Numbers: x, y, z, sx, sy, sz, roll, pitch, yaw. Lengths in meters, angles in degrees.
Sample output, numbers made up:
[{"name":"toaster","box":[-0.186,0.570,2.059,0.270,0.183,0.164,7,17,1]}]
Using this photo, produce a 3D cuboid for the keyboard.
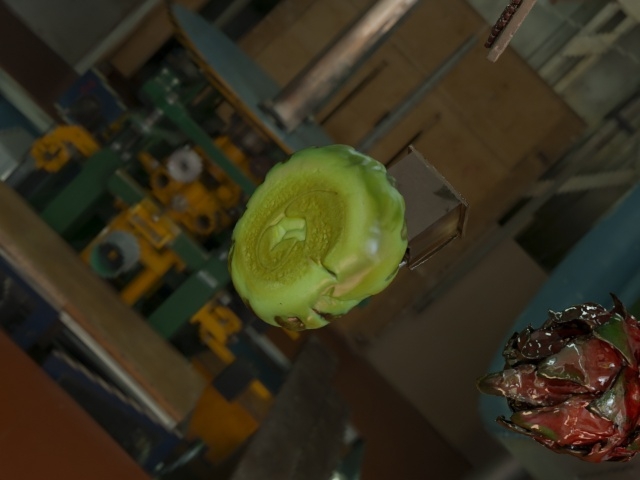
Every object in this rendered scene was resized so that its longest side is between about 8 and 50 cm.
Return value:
[{"name":"keyboard","box":[0.178,-0.218,0.949,0.017,0.166,0.055,27,42,-5]}]

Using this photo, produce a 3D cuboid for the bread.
[{"name":"bread","box":[0.000,0.000,0.818,0.071,0.139,0.130,21,20,-50]}]

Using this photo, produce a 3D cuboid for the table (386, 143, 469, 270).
[{"name":"table","box":[0.080,-0.025,1.100,0.083,0.082,0.070,50,-15,21]}]

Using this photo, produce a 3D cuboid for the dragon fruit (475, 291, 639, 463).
[{"name":"dragon fruit","box":[0.277,0.143,1.193,0.189,0.182,0.182,28,3,23]}]
